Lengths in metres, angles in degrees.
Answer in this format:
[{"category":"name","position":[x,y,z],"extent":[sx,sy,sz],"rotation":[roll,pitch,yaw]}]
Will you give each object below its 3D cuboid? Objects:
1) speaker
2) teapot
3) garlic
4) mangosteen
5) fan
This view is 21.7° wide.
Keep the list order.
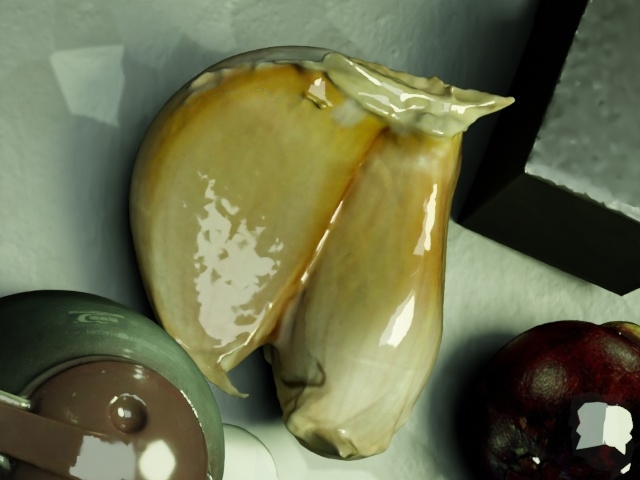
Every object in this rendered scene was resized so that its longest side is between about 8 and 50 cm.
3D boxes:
[{"category":"speaker","position":[0.261,-0.109,1.421],"extent":[0.184,0.232,0.254],"rotation":[23,77,-4]},{"category":"teapot","position":[-0.214,0.134,1.182],"extent":[0.315,0.312,0.233],"rotation":[21,81,-15]},{"category":"garlic","position":[0.000,0.000,1.338],"extent":[0.286,0.249,0.313],"rotation":[10,103,-36]},{"category":"mangosteen","position":[0.233,0.153,1.439],"extent":[0.230,0.194,0.194],"rotation":[-33,98,-45]},{"category":"fan","position":[-0.094,0.178,1.393],"extent":[0.113,0.005,0.175],"rotation":[-11,90,-21]}]
